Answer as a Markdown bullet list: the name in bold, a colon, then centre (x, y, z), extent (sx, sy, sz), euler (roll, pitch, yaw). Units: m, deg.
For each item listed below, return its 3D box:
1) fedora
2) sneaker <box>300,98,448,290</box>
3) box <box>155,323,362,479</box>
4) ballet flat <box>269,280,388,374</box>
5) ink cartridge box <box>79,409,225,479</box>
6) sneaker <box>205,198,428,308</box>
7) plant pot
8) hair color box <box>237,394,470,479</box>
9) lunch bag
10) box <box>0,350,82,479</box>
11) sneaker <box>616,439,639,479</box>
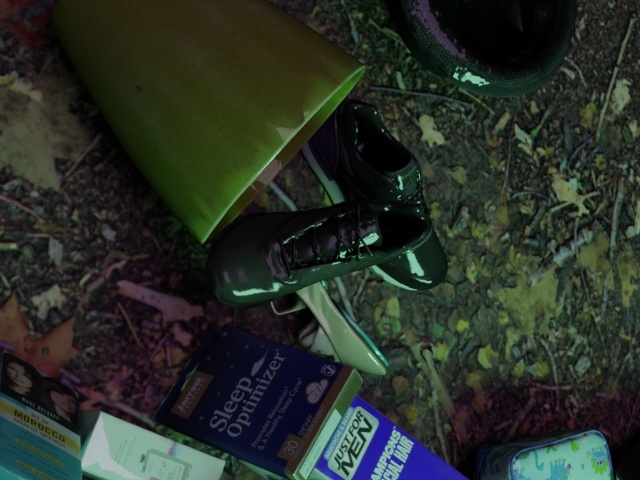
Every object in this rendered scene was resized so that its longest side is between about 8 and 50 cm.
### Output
- **fedora**: centre (0.188, -0.340, 1.550), extent (0.334, 0.152, 0.334), euler (7, 77, -29)
- **sneaker**: centre (0.086, -0.052, 1.469), extent (0.107, 0.124, 0.283), euler (-44, 106, -27)
- **box**: centre (-0.080, 0.175, 1.293), extent (0.136, 0.225, 0.036), euler (-59, 142, -23)
- **ballet flat**: centre (-0.012, 0.084, 1.430), extent (0.086, 0.086, 0.248), euler (-40, 102, -28)
- **ink cartridge box**: centre (-0.188, 0.251, 1.274), extent (0.198, 0.115, 0.067), euler (29, 70, -25)
- **sneaker**: centre (0.000, 0.000, 1.319), extent (0.286, 0.130, 0.109), euler (-20, 93, -35)
- **plant pot**: centre (-0.149, -0.190, 1.295), extent (0.293, 0.275, 0.275), euler (42, 64, -1)
- **hair color box**: centre (0.087, 0.311, 1.387), extent (0.339, 0.185, 0.110), euler (38, 66, -22)
- **lunch bag**: centre (0.305, 0.352, 1.552), extent (0.219, 0.090, 0.176), euler (-5, 84, -41)
- **box**: centre (-0.294, 0.204, 1.146), extent (0.100, 0.244, 0.060), euler (35, 98, -22)
- **sneaker**: centre (0.525, 0.372, 1.676), extent (0.295, 0.124, 0.178), euler (-21, 110, -46)
